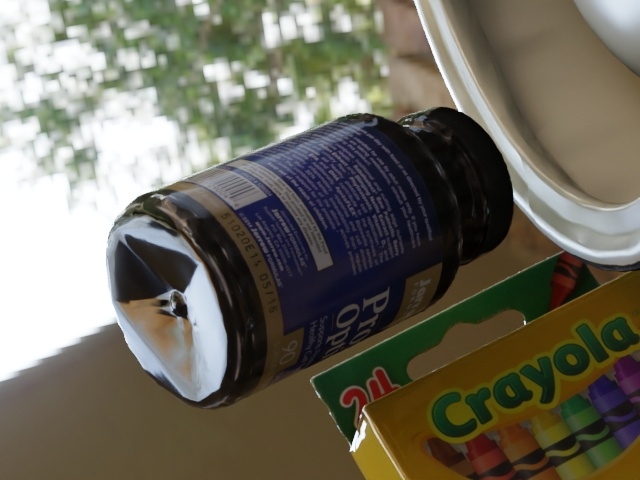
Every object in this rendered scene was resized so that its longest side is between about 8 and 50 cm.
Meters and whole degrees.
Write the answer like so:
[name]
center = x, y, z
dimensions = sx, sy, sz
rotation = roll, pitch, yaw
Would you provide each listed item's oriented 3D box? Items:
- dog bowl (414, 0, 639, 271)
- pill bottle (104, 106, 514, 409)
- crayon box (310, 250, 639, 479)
[dog bowl]
center = 0.172, -0.197, 1.084
dimensions = 0.150, 0.408, 0.408
rotation = -18, -147, -14
[pill bottle]
center = 0.000, 0.000, 1.099
dimensions = 0.219, 0.123, 0.123
rotation = -24, -146, -35
[crayon box]
center = 0.156, 0.154, 1.125
dimensions = 0.202, 0.081, 0.318
rotation = -26, -111, -17
